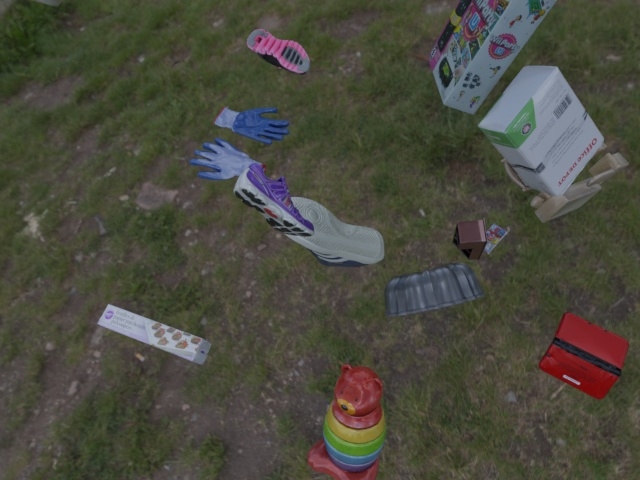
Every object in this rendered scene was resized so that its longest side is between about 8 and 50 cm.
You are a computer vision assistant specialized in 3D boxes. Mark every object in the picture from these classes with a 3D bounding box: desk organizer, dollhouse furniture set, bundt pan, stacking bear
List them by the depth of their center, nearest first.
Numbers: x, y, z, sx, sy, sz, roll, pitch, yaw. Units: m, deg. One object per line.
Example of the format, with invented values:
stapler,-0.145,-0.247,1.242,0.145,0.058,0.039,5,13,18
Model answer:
desk organizer,0.292,0.002,0.974,0.050,0.130,0.047,-5,71,9
stacking bear,0.081,0.427,1.178,0.175,0.289,0.164,24,33,33
dollhouse furniture set,0.672,-0.255,1.518,0.173,0.303,0.356,-19,66,-27
bundt pan,0.357,0.154,1.612,0.330,0.331,0.124,-14,82,11

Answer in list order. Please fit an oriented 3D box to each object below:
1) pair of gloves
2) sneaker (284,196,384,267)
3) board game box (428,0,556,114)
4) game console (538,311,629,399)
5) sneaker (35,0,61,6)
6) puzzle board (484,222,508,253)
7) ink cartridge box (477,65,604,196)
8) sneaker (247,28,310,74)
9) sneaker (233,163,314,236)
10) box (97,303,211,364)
pair of gloves,-0.153,-0.189,0.956,0.159,0.023,0.198,19,64,15
sneaker,0.000,0.000,1.306,0.148,0.349,0.131,-26,49,48
board game box,0.375,-0.482,1.130,0.097,0.303,0.224,12,47,-18
game console,0.579,0.253,1.093,0.143,0.124,0.085,27,30,19
sneaker,-0.285,-0.296,0.409,0.365,0.150,0.136,0,92,59
puzzle board,0.582,-0.009,1.694,0.096,0.011,0.128,-51,9,11
ink cartridge box,0.454,-0.220,1.015,0.160,0.219,0.092,-51,30,2
sneaker,-0.065,-0.306,0.826,0.119,0.057,0.047,34,82,15
sneaker,-0.063,-0.064,0.820,0.068,0.170,0.071,3,59,46
box,-0.451,0.253,1.343,0.323,0.067,0.063,15,69,19
